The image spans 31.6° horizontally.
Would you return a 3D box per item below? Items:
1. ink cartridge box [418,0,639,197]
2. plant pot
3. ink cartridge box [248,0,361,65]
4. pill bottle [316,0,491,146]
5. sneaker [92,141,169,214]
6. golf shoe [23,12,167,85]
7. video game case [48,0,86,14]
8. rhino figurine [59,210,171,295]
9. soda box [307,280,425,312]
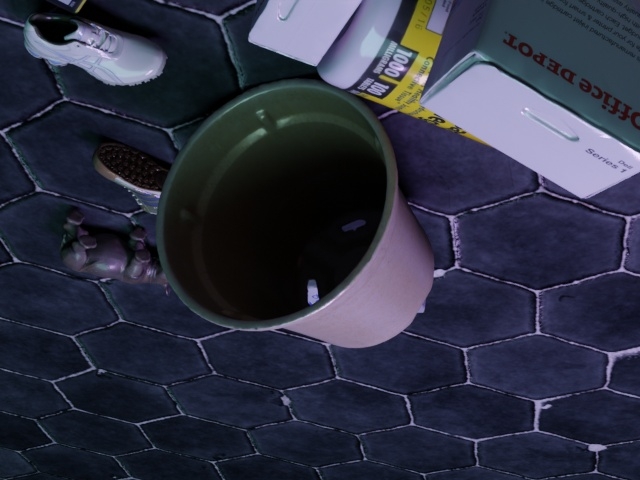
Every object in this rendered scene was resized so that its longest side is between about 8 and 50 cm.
[{"bbox_3d":[0.236,-0.210,1.073,0.201,0.278,0.117,28,154,-14],"label":"ink cartridge box"},{"bbox_3d":[0.000,0.000,1.520,0.334,0.334,0.305,-7,157,24],"label":"plant pot"},{"bbox_3d":[0.000,-0.292,1.115,0.082,0.191,0.139,19,148,-17],"label":"ink cartridge box"},{"bbox_3d":[0.179,-0.204,1.220,0.334,0.188,0.188,19,147,-16],"label":"pill bottle"},{"bbox_3d":[-0.255,-0.074,1.655,0.192,0.064,0.086,20,142,-25],"label":"sneaker"},{"bbox_3d":[-0.275,-0.236,1.372,0.176,0.069,0.086,10,171,-5],"label":"golf shoe"},{"bbox_3d":[-0.336,-0.378,1.206,0.275,0.035,0.248,24,146,-23],"label":"video game case"},{"bbox_3d":[-0.309,0.031,1.837,0.243,0.073,0.106,18,144,-18],"label":"rhino figurine"},{"bbox_3d":[0.020,0.059,1.785,0.286,0.091,0.098,-4,148,20],"label":"soda box"}]
